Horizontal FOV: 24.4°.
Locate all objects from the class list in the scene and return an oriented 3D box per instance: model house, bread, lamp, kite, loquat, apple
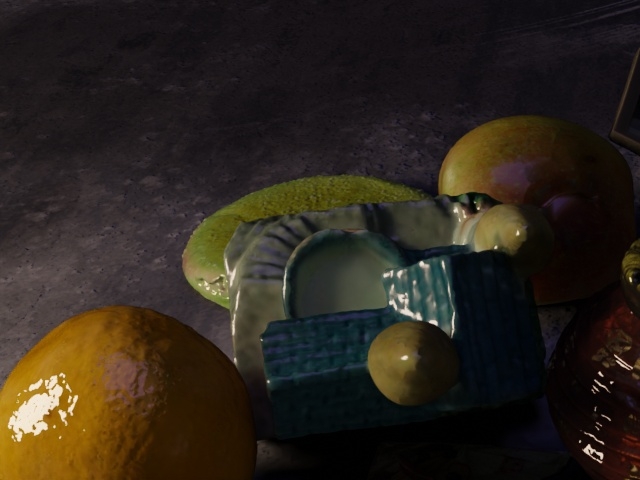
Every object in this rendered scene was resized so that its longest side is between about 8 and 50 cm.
[{"bbox_3d":[0.059,0.054,1.150,0.267,0.194,0.325,-7,-4,-2],"label":"model house"},{"bbox_3d":[0.005,-0.002,1.553,0.301,0.045,0.301,-4,29,2],"label":"bread"},{"bbox_3d":[0.288,0.105,1.120,0.246,0.247,0.247,-5,29,3],"label":"lamp"},{"bbox_3d":[0.119,0.217,1.174,0.229,0.012,0.250,-22,34,-23],"label":"kite"},{"bbox_3d":[-0.151,0.155,1.144,0.208,0.208,0.208,-5,29,3],"label":"loquat"},{"bbox_3d":[0.214,-0.032,1.448,0.188,0.174,0.207,-8,45,2],"label":"apple"}]

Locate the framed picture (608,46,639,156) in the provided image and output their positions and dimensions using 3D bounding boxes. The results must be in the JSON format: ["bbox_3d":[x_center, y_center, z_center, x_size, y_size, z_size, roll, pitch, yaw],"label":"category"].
[{"bbox_3d":[0.439,-0.089,1.509,0.289,0.016,0.213,27,35,3],"label":"framed picture"}]
